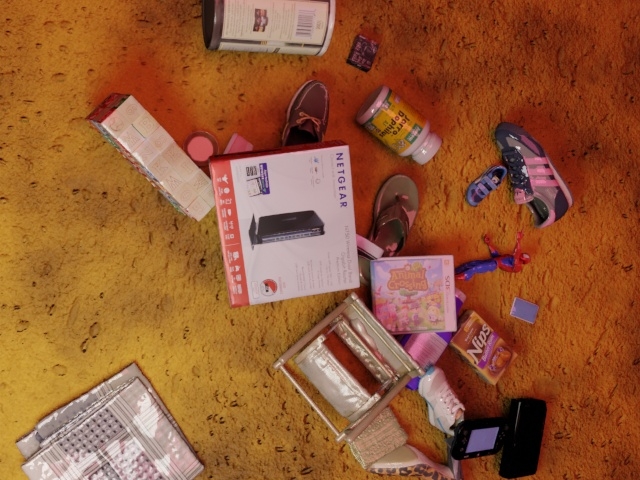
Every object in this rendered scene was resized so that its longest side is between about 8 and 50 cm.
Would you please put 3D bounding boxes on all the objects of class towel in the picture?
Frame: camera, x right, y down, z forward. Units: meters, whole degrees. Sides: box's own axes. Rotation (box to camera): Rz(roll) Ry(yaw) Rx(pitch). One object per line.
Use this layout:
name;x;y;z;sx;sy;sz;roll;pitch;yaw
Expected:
towel;-0.468;0.487;1.448;0.312;0.056;0.324;-34;99;-15
towel;0.141;0.500;1.645;0.148;0.027;0.110;-28;77;-16

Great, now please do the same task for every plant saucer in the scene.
plant saucer;-0.286;-0.219;1.537;0.083;0.015;0.084;0;89;-19

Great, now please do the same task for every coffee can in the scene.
coffee can;-0.126;-0.538;1.498;0.275;0.201;0.202;-2;90;-19

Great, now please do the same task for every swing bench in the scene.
swing bench;0.065;0.303;1.540;0.254;0.165;0.253;-39;84;-18

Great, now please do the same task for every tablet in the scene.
tablet;0.575;0.197;1.815;0.083;0.006;0.054;21;83;-16

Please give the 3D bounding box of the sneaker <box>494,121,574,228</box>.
sneaker;0.564;-0.174;1.763;0.131;0.112;0.319;-44;101;-17

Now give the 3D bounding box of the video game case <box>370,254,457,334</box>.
video game case;0.232;0.135;1.613;0.212;0.023;0.194;-2;88;-4

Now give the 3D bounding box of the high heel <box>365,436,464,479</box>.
high heel;0.248;0.619;1.674;0.261;0.093;0.186;-10;113;-6

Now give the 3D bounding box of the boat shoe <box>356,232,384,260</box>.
boat shoe;0.000;0.000;1.570;0.306;0.113;0.105;23;90;-8

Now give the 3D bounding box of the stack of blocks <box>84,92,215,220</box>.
stack of blocks;-0.367;-0.184;1.428;0.087;0.171;0.297;-48;121;-12

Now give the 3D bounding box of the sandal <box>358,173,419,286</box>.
sandal;0.183;-0.023;1.648;0.120;0.086;0.303;20;84;-15

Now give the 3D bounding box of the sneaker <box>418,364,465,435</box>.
sneaker;0.317;0.406;1.641;0.087;0.092;0.229;-42;128;-24

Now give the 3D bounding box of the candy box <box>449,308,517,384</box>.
candy box;0.432;0.288;1.744;0.186;0.053;0.109;44;78;-11

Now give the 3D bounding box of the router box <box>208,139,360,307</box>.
router box;-0.077;-0.039;1.435;0.300;0.082;0.336;-9;109;-8

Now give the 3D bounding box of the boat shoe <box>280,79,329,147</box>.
boat shoe;-0.040;-0.256;1.578;0.109;0.091;0.305;21;83;-17

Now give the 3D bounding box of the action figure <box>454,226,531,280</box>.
action figure;0.444;0.032;1.729;0.280;0.091;0.139;-5;100;-18

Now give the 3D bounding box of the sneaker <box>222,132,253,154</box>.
sneaker;-0.206;-0.186;1.544;0.070;0.051;0.134;28;77;-10

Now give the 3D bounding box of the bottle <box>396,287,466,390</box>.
bottle;0.276;0.245;1.673;0.118;0.092;0.283;38;78;-12

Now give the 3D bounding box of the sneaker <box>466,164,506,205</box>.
sneaker;0.452;-0.154;1.753;0.053;0.059;0.144;43;78;-15

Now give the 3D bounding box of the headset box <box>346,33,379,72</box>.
headset box;0.111;-0.487;1.661;0.062;0.032;0.083;21;82;-17

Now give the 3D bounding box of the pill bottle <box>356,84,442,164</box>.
pill bottle;0.204;-0.289;1.644;0.208;0.117;0.118;36;79;-15

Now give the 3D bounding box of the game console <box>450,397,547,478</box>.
game console;0.471;0.530;1.702;0.361;0.044;0.213;7;92;-37
